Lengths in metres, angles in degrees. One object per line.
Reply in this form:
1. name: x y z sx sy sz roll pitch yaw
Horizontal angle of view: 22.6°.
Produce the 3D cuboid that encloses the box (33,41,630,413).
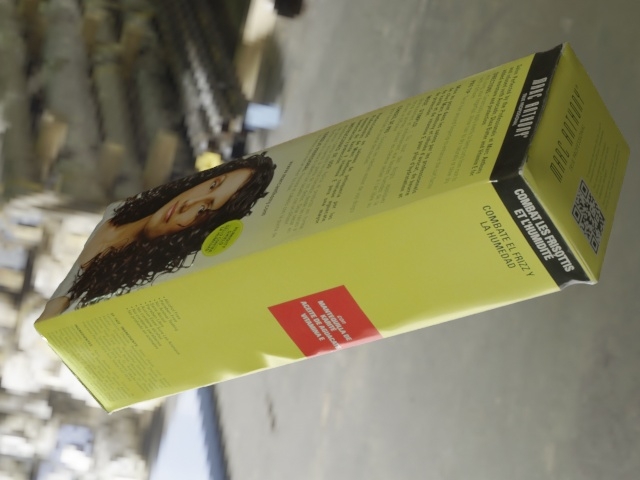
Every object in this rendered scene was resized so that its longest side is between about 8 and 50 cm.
1. box: 0.000 0.000 0.629 0.232 0.058 0.087 -17 31 31
